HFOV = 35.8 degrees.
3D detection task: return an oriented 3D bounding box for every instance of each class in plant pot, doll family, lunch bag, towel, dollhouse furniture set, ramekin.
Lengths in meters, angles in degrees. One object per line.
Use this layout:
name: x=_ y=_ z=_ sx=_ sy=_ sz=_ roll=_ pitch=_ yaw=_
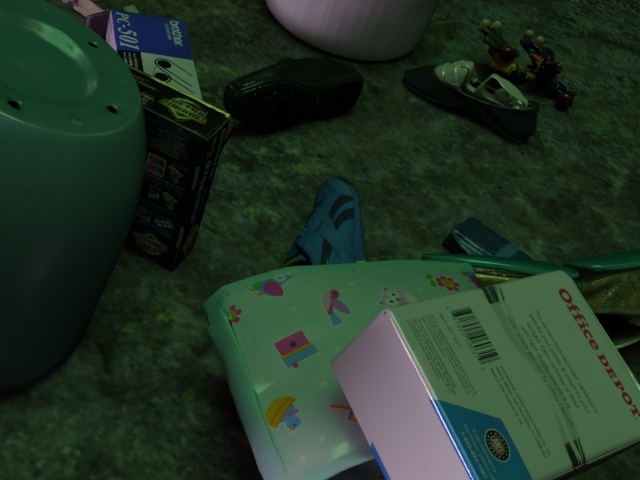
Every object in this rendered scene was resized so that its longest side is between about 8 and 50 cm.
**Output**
plant pot: x=-0.278 y=-0.064 z=0.810 sx=0.293 sy=0.235 sz=0.293 roll=27 pitch=32 yaw=-18
doll family: x=0.316 y=-0.262 z=1.493 sx=0.192 sy=0.076 sz=0.111 roll=7 pitch=36 yaw=-22
lunch bag: x=0.040 y=0.133 z=0.846 sx=0.262 sy=0.160 sz=0.223 roll=4 pitch=43 yaw=-30
towel: x=0.206 y=0.019 z=1.153 sx=0.119 sy=0.029 sz=0.067 roll=38 pitch=41 yaw=20
dollhouse furniture set: x=-0.285 y=-0.333 z=1.268 sx=0.081 sy=0.114 sz=0.091 roll=36 pitch=43 yaw=24
ramekin: x=0.049 y=-0.385 z=1.461 sx=0.277 sy=0.135 sz=0.277 roll=13 pitch=39 yaw=-11

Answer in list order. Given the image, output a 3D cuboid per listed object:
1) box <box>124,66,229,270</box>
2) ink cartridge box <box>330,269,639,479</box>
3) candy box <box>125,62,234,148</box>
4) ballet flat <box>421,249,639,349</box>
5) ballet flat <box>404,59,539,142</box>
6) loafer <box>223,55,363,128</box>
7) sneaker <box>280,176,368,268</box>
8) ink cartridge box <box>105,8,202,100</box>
box: x=-0.212 y=-0.090 z=0.971 sx=0.220 sy=0.175 sz=0.051 roll=26 pitch=40 yaw=6
ink cartridge box: x=0.132 y=0.115 z=0.734 sx=0.203 sy=0.086 sz=0.148 roll=-8 pitch=61 yaw=-39
candy box: x=-0.201 y=-0.124 z=1.072 sx=0.186 sy=0.053 sz=0.109 roll=27 pitch=78 yaw=5
ballet flat: x=0.257 y=0.069 z=1.061 sx=0.348 sy=0.123 sz=0.123 roll=-1 pitch=44 yaw=-27
ballet flat: x=0.218 y=-0.212 z=1.392 sx=0.203 sy=0.074 sz=0.074 roll=28 pitch=39 yaw=9
loafer: x=-0.041 y=-0.193 z=1.252 sx=0.223 sy=0.076 sz=0.078 roll=-17 pitch=47 yaw=-44
sneaker: x=0.000 y=0.000 z=1.050 sx=0.082 sy=0.069 sz=0.209 roll=8 pitch=41 yaw=-11
ink cartridge box: x=-0.204 y=-0.203 z=1.207 sx=0.097 sy=0.046 sz=0.207 roll=4 pitch=42 yaw=-22
